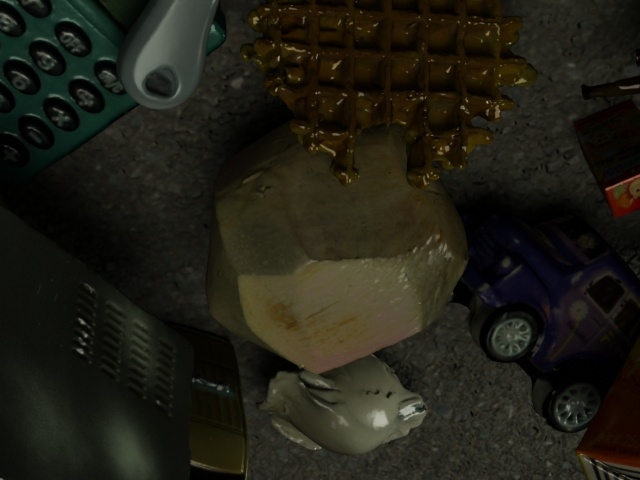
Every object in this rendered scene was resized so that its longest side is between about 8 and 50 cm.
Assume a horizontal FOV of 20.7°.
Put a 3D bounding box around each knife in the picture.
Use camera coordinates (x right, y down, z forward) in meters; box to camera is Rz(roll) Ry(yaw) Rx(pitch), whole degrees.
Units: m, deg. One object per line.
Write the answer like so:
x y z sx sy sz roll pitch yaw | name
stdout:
-0.068 -0.254 1.401 0.080 0.044 0.331 21 104 -27 | knife

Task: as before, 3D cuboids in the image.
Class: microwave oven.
-0.365 0.183 1.492 0.432 0.236 0.374 -18 141 28 | microwave oven

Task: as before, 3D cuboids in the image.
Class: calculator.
-0.245 -0.185 1.451 0.274 0.058 0.248 -33 124 17 | calculator

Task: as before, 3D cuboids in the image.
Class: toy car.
0.212 0.055 1.649 0.158 0.172 0.235 -43 120 2 | toy car
-0.124 0.193 1.628 0.101 0.256 0.124 18 118 -19 | toy car

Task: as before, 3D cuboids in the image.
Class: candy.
0.273 -0.075 1.576 0.062 0.122 0.038 -23 122 7 | candy

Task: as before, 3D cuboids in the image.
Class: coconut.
0.000 0.000 1.540 0.237 0.197 0.237 -5 135 -5 | coconut

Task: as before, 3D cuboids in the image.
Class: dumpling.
0.013 0.162 1.729 0.188 0.108 0.127 19 148 -38 | dumpling

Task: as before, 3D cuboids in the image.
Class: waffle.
0.056 -0.159 1.451 0.229 0.051 0.231 -42 98 -15 | waffle

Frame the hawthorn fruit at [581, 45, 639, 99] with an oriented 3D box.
0.357 -0.140 1.488 0.266 0.210 0.230 -11 159 8 | hawthorn fruit

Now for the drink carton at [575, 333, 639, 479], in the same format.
0.376 0.109 1.576 0.155 0.351 0.111 7 135 35 | drink carton

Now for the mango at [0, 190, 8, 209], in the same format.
-0.353 -0.013 1.518 0.177 0.119 0.317 -8 143 12 | mango
